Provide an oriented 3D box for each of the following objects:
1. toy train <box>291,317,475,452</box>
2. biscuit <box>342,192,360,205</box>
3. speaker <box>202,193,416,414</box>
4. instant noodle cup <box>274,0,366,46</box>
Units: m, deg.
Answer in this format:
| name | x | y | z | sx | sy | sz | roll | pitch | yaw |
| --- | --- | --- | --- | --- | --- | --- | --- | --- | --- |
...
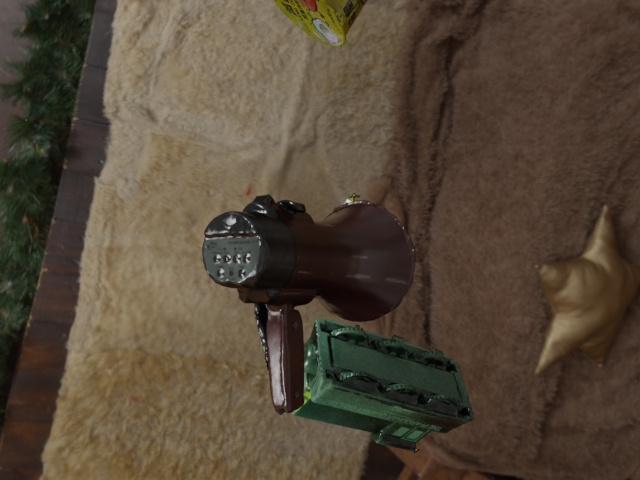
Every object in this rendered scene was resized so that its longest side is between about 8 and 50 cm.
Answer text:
| name | x | y | z | sx | sy | sz | roll | pitch | yaw |
| --- | --- | --- | --- | --- | --- | --- | --- | --- | --- |
| toy train | 0.091 | 0.253 | 1.013 | 0.330 | 0.139 | 0.178 | 20 | 129 | -24 |
| biscuit | 0.000 | 0.000 | 1.470 | 0.026 | 0.048 | 0.292 | 38 | 101 | 5 |
| speaker | -0.033 | 0.068 | 0.849 | 0.329 | 0.198 | 0.259 | -4 | 116 | -56 |
| instant noodle cup | 0.015 | -0.456 | 1.060 | 0.182 | 0.182 | 0.144 | 41 | 85 | -26 |
